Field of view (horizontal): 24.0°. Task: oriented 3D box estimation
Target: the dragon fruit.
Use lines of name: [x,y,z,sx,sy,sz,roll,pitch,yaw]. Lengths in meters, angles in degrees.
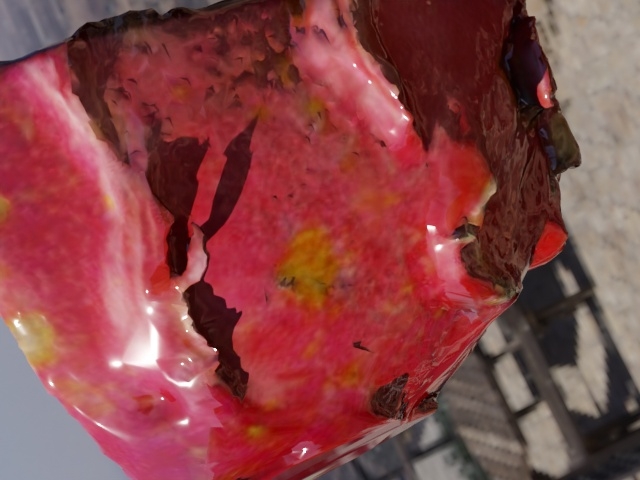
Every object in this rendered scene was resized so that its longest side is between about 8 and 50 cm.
dragon fruit: [0.000,0.000,0.504,0.261,0.163,0.189,-2,-78,-72]
